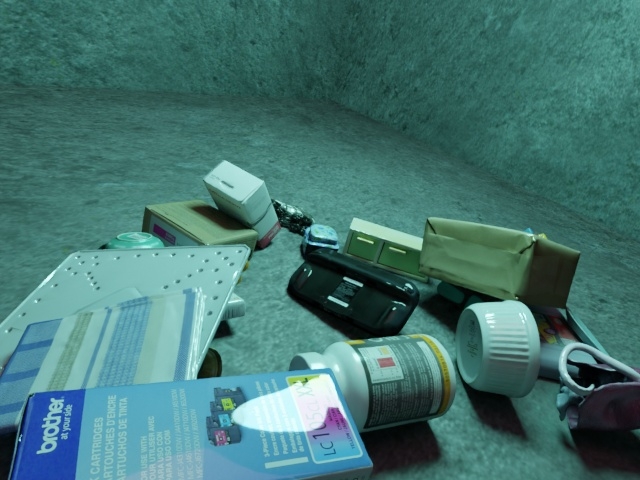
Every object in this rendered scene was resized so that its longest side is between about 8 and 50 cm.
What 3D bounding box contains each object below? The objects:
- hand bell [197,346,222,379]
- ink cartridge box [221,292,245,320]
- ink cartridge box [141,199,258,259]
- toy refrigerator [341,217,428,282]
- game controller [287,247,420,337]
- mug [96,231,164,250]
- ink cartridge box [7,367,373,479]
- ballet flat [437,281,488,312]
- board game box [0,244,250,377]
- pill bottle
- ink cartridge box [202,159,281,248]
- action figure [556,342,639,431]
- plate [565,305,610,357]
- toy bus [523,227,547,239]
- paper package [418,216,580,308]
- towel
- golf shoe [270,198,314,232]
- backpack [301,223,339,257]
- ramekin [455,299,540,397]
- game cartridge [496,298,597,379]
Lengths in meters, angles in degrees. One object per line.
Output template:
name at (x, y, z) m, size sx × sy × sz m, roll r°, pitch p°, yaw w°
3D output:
hand bell at (-0.309, 0.211, 0.812) m, size 0.242 × 0.126 × 0.126 m, roll 15°, pitch 25°, yaw 28°
ink cartridge box at (-0.302, 0.128, 0.977) m, size 0.206 × 0.045 × 0.208 m, roll -7°, pitch 19°, yaw -37°
ink cartridge box at (-0.317, -0.019, 1.197) m, size 0.235 × 0.088 × 0.193 m, roll 29°, pitch 24°, yaw 25°
toy refrigerator at (0.210, 0.030, 1.376) m, size 0.270 × 0.102 × 0.094 m, roll 18°, pitch 28°, yaw 5°
game controller at (0.075, 0.121, 1.115) m, size 0.319 × 0.067 × 0.166 m, roll 21°, pitch 62°, yaw 30°
mug at (-0.429, 0.037, 1.015) m, size 0.158 × 0.097 × 0.129 m, roll 0°, pitch 15°, yaw -17°
ink cartridge box at (-0.173, 0.299, 0.502) m, size 0.396 × 0.269 × 0.151 m, roll 2°, pitch 29°, yaw -25°
ballet flat at (0.412, 0.172, 1.253) m, size 0.074 × 0.074 × 0.203 m, roll -5°, pitch 27°, yaw -33°
board game box at (-0.348, 0.141, 0.773) m, size 0.390 × 0.050 × 0.390 m, roll -2°, pitch 34°, yaw 10°
pill bottle at (0.092, 0.260, 0.827) m, size 0.279 × 0.162 × 0.162 m, roll 1°, pitch 31°, yaw -25°
ink cartridge box at (-0.214, -0.098, 1.265) m, size 0.159 × 0.218 × 0.092 m, roll 30°, pitch 68°, yaw 26°
action figure at (0.683, 0.304, 0.908) m, size 0.370 × 0.275 × 0.248 m, roll -1°, pitch 37°, yaw 30°
plate at (0.716, 0.259, 1.223) m, size 0.188 × 0.024 × 0.188 m, roll 40°, pitch 23°, yaw -21°
toy bus at (0.687, 0.055, 1.559) m, size 0.191 × 0.202 × 0.104 m, roll 5°, pitch 59°, yaw -33°
paper package at (0.475, 0.058, 1.217) m, size 0.325 × 0.168 × 0.310 m, roll 11°, pitch 4°, yaw -42°
towel at (-0.308, 0.166, 0.650) m, size 0.285 × 0.034 × 0.209 m, roll -12°, pitch 35°, yaw -2°
golf shoe at (-0.111, -0.084, 1.471) m, size 0.198 × 0.077 × 0.094 m, roll 27°, pitch 18°, yaw 7°
backpack at (0.000, 0.000, 1.345) m, size 0.105 × 0.084 × 0.114 m, roll 9°, pitch 25°, yaw -17°
ramekin at (0.373, 0.231, 0.986) m, size 0.109 × 0.207 × 0.207 m, roll 4°, pitch 28°, yaw -2°
game cartridge at (0.585, 0.251, 1.211) m, size 0.196 × 0.060 × 0.294 m, roll 9°, pitch 28°, yaw -3°
